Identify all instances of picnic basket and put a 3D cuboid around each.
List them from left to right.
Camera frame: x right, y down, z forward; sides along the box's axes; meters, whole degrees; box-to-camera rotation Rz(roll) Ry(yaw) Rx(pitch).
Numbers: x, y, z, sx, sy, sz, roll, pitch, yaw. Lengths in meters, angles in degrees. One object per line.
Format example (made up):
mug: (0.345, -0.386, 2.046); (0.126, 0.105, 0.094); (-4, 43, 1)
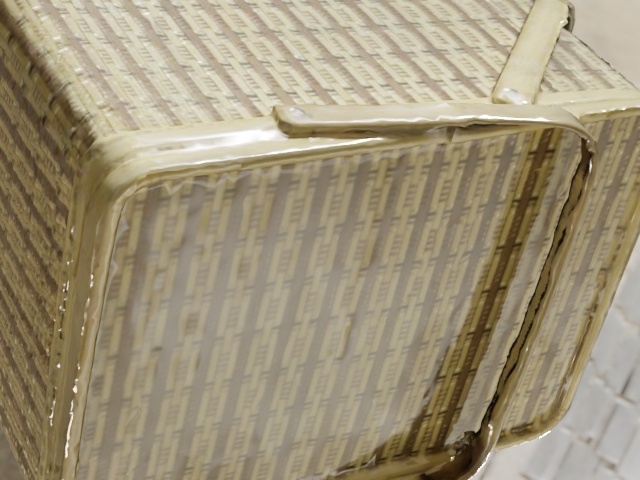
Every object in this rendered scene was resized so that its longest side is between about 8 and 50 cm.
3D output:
picnic basket: (0.000, 0.000, 0.704); (0.313, 0.175, 0.228); (-8, 130, -30)
